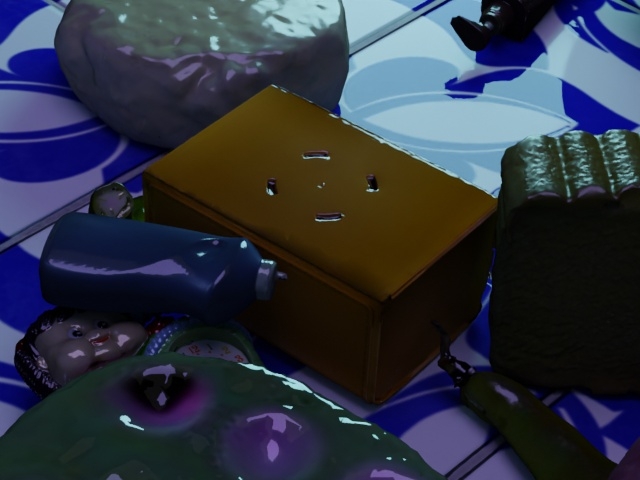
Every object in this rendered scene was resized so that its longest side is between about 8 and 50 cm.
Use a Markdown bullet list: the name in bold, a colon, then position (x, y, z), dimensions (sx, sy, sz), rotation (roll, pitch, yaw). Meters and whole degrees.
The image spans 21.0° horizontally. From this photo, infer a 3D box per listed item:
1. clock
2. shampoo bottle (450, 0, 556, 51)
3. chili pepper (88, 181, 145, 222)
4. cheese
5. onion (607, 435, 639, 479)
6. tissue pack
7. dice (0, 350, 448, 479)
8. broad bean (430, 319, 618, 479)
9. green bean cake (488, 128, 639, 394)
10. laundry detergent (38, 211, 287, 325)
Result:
- **clock**: position (-0.146, 0.119, 1.481), dimensions (0.194, 0.100, 0.195), rotation (-20, 48, -30)
- **shampoo bottle**: position (0.233, -0.288, 2.009), dimensions (0.068, 0.067, 0.236), rotation (30, 46, 16)
- **chili pepper**: position (-0.189, -0.024, 1.623), dimensions (0.051, 0.050, 0.202), rotation (2, -2, 2)
- **cheese**: position (-0.122, -0.226, 1.879), dimensions (0.318, 0.115, 0.326), rotation (7, 39, 4)
- **onion**: position (0.352, 0.256, 1.176), dimensions (0.358, 0.358, 0.345), rotation (11, 2, 9)
- **tissue pack**: position (0.000, 0.000, 1.596), dimensions (0.274, 0.145, 0.194), rotation (30, 48, 27)
- **dice**: position (-0.080, 0.288, 1.105), dimensions (0.322, 0.330, 0.318), rotation (24, 46, 20)
- **broad bean**: position (0.199, 0.188, 1.455), dimensions (0.075, 0.067, 0.325), rotation (9, 26, -44)
- **green bean cake**: position (0.264, 0.015, 1.523), dimensions (0.232, 0.236, 0.124), rotation (1, 39, 0)
- **laundry detergent**: position (-0.131, 0.026, 1.482), dimensions (0.206, 0.061, 0.097), rotation (7, 35, 6)
